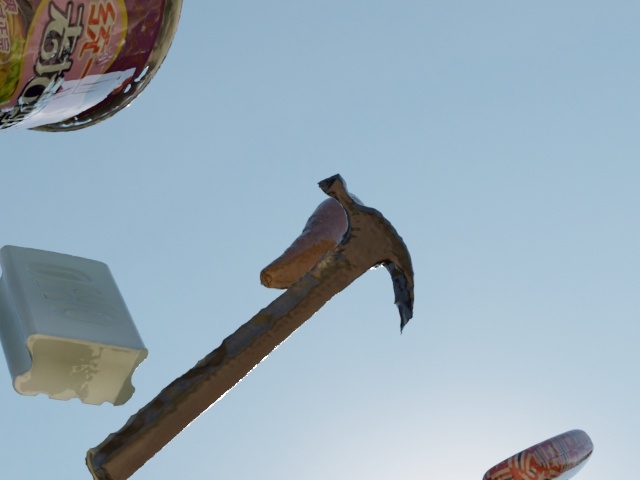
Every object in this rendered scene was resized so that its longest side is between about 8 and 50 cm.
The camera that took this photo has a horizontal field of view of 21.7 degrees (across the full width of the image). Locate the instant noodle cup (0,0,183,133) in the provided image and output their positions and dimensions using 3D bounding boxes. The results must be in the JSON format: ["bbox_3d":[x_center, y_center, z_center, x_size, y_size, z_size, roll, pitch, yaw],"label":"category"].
[{"bbox_3d":[-0.314,-0.217,1.316,0.266,0.339,0.340,-31,-38,-56],"label":"instant noodle cup"}]

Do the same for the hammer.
[{"bbox_3d":[-0.047,0.072,1.154,0.297,0.125,0.027,-38,-4,-31],"label":"hammer"}]

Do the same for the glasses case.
[{"bbox_3d":[0.247,0.249,1.837,0.073,0.049,0.194,-37,-15,29],"label":"glasses case"}]

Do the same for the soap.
[{"bbox_3d":[-0.243,0.079,1.585,0.119,0.198,0.067,10,-69,-23],"label":"soap"}]

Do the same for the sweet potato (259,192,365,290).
[{"bbox_3d":[0.009,-0.007,1.634,0.078,0.255,0.058,-36,-83,22],"label":"sweet potato"}]
